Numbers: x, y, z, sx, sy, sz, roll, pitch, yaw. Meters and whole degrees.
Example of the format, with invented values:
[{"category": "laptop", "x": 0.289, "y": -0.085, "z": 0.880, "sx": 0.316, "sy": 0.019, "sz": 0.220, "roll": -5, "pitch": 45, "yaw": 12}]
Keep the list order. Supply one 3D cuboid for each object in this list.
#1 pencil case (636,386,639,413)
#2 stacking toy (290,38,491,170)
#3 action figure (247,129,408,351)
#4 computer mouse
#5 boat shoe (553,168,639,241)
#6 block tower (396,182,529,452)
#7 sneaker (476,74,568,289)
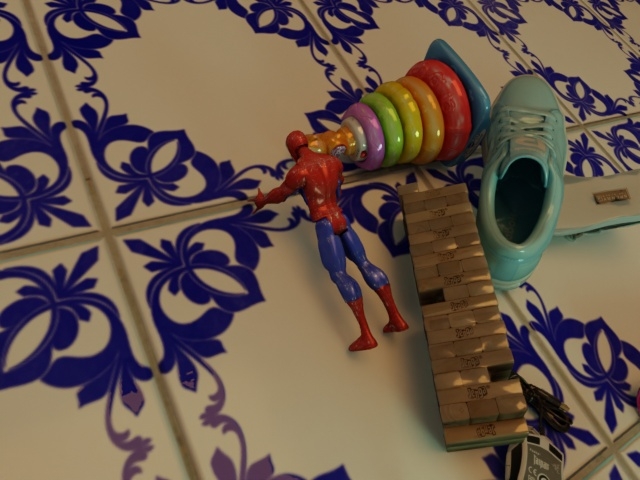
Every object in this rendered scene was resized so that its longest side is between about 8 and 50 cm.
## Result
[{"category": "pencil case", "x": 0.567, "y": 0.228, "z": 0.677, "sx": 0.236, "sy": 0.104, "sz": 0.104, "roll": 1, "pitch": 57, "yaw": -19}, {"category": "stacking toy", "x": 0.093, "y": -0.173, "z": 0.748, "sx": 0.301, "sy": 0.175, "sz": 0.166, "roll": -21, "pitch": 68, "yaw": -18}, {"category": "action figure", "x": 0.000, "y": 0.000, "z": 0.630, "sx": 0.091, "sy": 0.139, "sz": 0.280, "roll": -20, "pitch": 89, "yaw": -34}, {"category": "computer mouse", "x": 0.249, "y": 0.258, "z": 0.571, "sx": 0.106, "sy": 0.042, "sz": 0.193, "roll": 32, "pitch": 47, "yaw": -4}, {"category": "boat shoe", "x": 0.430, "y": -0.058, "z": 0.811, "sx": 0.306, "sy": 0.105, "sz": 0.113, "roll": -11, "pitch": 71, "yaw": 1}, {"category": "block tower", "x": 0.171, "y": 0.077, "z": 0.611, "sx": 0.097, "sy": 0.091, "sz": 0.335, "roll": -11, "pitch": 57, "yaw": 8}, {"category": "sneaker", "x": 0.307, "y": -0.115, "z": 0.708, "sx": 0.135, "sy": 0.150, "sz": 0.366, "roll": 8, "pitch": 70, "yaw": 10}]
